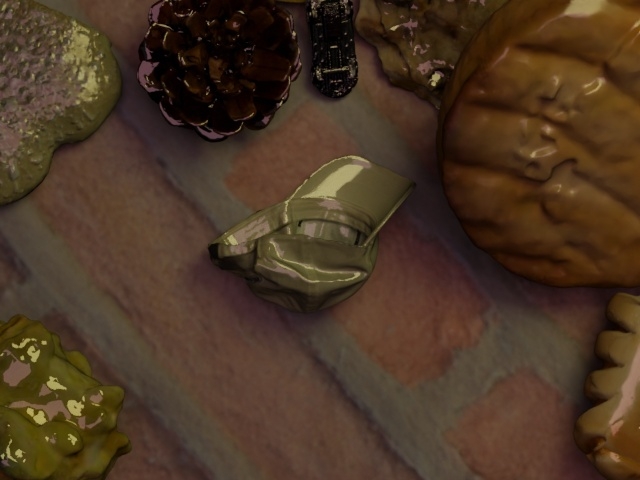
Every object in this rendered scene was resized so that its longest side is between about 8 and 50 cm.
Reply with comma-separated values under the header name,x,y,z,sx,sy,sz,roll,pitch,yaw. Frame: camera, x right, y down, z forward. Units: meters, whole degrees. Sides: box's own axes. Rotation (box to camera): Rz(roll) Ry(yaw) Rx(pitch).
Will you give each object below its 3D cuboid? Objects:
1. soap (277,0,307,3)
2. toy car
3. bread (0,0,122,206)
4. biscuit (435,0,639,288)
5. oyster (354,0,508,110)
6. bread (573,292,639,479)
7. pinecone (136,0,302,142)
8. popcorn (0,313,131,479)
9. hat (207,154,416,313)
name,x,y,z,sx,sy,sz,roll,pitch,yaw
soap,-0.062,-0.248,1.367,0.168,0.033,0.089,2,85,-3
toy car,0.009,-0.167,1.366,0.041,0.025,0.093,-6,106,-8
bread,-0.317,-0.127,1.333,0.286,0.056,0.207,20,83,0
biscuit,0.235,-0.093,1.282,0.296,0.102,0.296,-3,127,-4
oyster,0.147,-0.192,1.356,0.223,0.083,0.214,-27,85,1
bread,0.275,0.119,1.329,0.119,0.084,0.177,22,84,-13
pinecone,-0.085,-0.150,1.315,0.140,0.121,0.140,0,90,-1
popcorn,-0.237,0.147,1.281,0.173,0.142,0.173,0,60,-1
hat,0.002,-0.007,1.341,0.122,0.081,0.166,28,64,38
